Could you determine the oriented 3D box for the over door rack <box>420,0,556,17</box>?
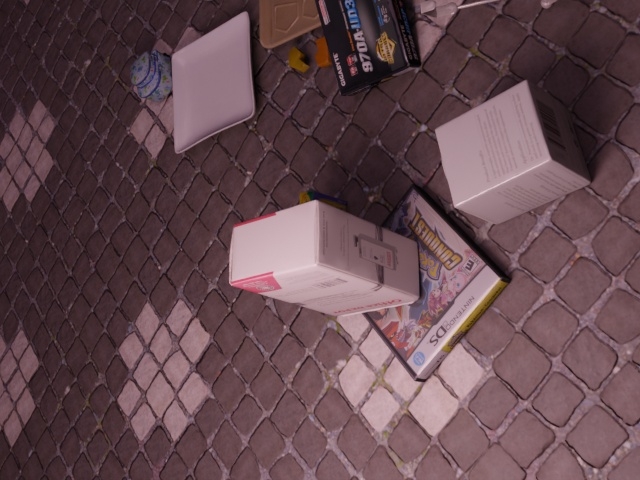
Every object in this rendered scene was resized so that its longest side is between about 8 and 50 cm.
[{"bbox_3d":[0.335,-0.524,1.483,0.324,0.108,0.240,-4,87,20],"label":"over door rack"}]

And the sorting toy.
[{"bbox_3d":[-0.037,-0.508,1.906,0.229,0.041,0.307,-13,72,35],"label":"sorting toy"}]

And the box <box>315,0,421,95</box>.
[{"bbox_3d":[0.091,-0.421,1.715,0.175,0.051,0.220,-16,87,38],"label":"box"}]

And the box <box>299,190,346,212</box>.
[{"bbox_3d":[0.000,0.000,1.699,0.043,0.105,0.179,-3,79,42],"label":"box"}]

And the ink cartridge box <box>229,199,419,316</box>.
[{"bbox_3d":[0.012,0.041,1.513,0.207,0.283,0.117,-15,66,39],"label":"ink cartridge box"}]

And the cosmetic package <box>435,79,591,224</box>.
[{"bbox_3d":[0.316,-0.140,1.419,0.183,0.151,0.151,-26,63,34],"label":"cosmetic package"}]

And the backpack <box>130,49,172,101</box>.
[{"bbox_3d":[-0.436,-0.420,2.206,0.105,0.084,0.114,-28,65,37],"label":"backpack"}]

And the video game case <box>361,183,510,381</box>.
[{"bbox_3d":[0.178,0.074,1.569,0.248,0.035,0.275,-54,51,19],"label":"video game case"}]

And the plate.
[{"bbox_3d":[-0.250,-0.370,2.054,0.278,0.045,0.277,-19,66,38],"label":"plate"}]
